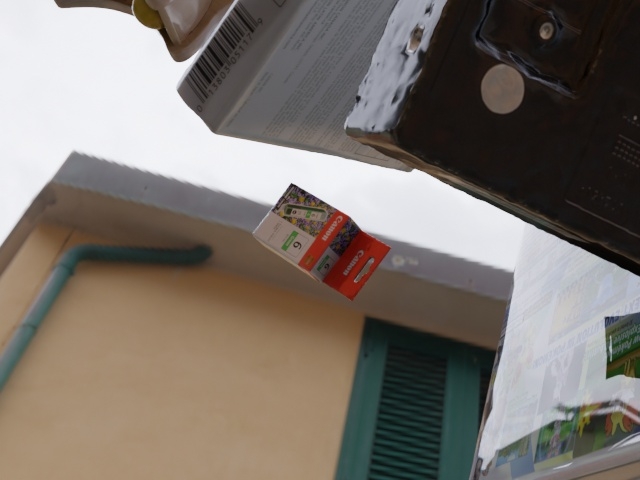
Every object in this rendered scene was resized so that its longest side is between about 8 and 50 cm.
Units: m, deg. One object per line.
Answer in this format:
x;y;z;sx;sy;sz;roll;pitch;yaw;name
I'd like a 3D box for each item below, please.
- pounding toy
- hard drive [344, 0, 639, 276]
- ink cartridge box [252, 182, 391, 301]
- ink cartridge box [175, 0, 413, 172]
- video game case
-0.195;-0.293;0.933;0.154;0.269;0.155;-33;-37;-9;pounding toy
0.180;-0.149;0.403;0.237;0.064;0.339;22;-88;-21;hard drive
0.000;0.000;0.899;0.115;0.063;0.029;32;-8;36;ink cartridge box
0.040;-0.142;0.699;0.066;0.232;0.189;50;-64;24;ink cartridge box
0.191;0.028;0.690;0.036;0.300;0.329;18;-21;-4;video game case
